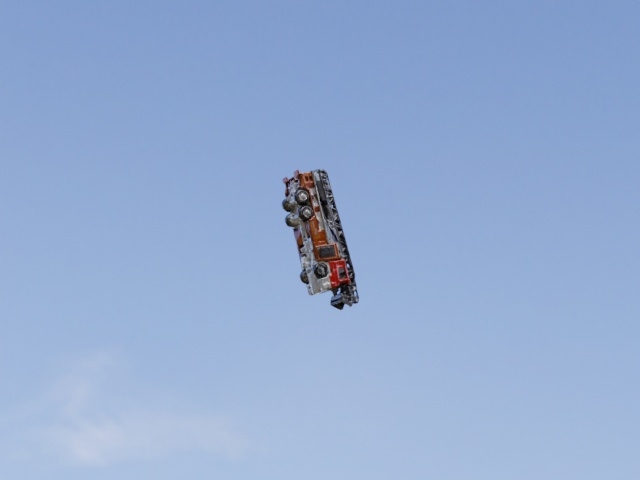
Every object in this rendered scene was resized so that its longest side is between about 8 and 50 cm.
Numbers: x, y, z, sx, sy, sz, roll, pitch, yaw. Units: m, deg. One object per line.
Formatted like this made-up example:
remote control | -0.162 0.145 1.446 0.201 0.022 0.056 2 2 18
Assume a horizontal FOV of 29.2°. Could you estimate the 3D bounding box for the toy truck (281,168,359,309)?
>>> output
toy truck | 0.000 0.000 0.712 0.032 0.083 0.024 -9 -10 -33
